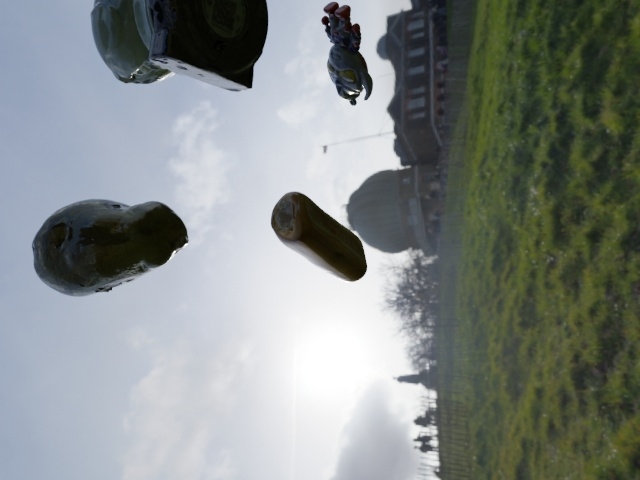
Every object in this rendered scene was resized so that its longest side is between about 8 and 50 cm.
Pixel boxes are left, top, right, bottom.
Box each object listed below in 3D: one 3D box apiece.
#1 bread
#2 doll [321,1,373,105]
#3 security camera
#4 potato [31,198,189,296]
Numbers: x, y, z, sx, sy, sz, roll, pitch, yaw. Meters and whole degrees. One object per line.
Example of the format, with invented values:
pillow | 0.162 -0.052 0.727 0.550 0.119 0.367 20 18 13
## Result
bread | 0.000 0.000 0.839 0.239 0.073 0.093 36 -139 -56
doll | 0.045 -0.315 0.913 0.062 0.104 0.195 -60 -28 -30
security camera | -0.235 -0.336 0.804 0.197 0.277 0.191 2 -86 -52
potato | -0.463 0.006 1.164 0.218 0.350 0.203 -71 -26 -64
